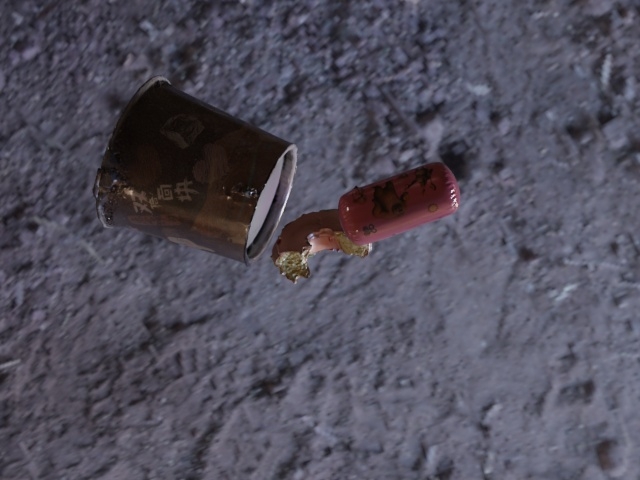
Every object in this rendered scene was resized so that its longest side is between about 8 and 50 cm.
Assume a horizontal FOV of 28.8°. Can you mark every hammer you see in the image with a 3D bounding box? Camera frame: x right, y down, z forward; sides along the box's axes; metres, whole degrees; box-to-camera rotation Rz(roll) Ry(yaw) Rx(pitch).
[{"bbox_3d":[0.053,-0.026,0.843,0.083,0.043,0.043,-19,80,6],"label":"hammer"}]

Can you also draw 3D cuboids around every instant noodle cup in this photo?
[{"bbox_3d":[-0.154,-0.081,1.624,0.207,0.217,0.217,21,58,8],"label":"instant noodle cup"}]

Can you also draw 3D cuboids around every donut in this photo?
[{"bbox_3d":[0.000,0.000,2.013,0.166,0.065,0.117,-12,37,1],"label":"donut"}]
